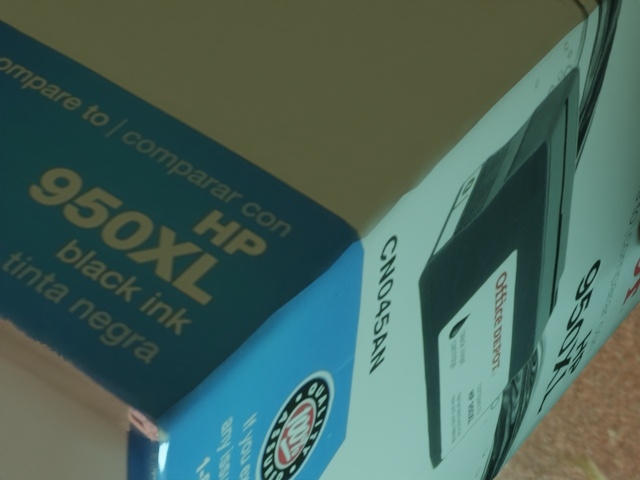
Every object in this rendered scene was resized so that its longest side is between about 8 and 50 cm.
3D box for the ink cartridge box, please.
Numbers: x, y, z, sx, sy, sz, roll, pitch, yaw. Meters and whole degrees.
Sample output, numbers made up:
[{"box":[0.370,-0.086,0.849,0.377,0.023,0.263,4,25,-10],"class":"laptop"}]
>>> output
[{"box":[0.000,0.000,0.666,0.166,0.395,0.285,29,140,21],"class":"ink cartridge box"}]
